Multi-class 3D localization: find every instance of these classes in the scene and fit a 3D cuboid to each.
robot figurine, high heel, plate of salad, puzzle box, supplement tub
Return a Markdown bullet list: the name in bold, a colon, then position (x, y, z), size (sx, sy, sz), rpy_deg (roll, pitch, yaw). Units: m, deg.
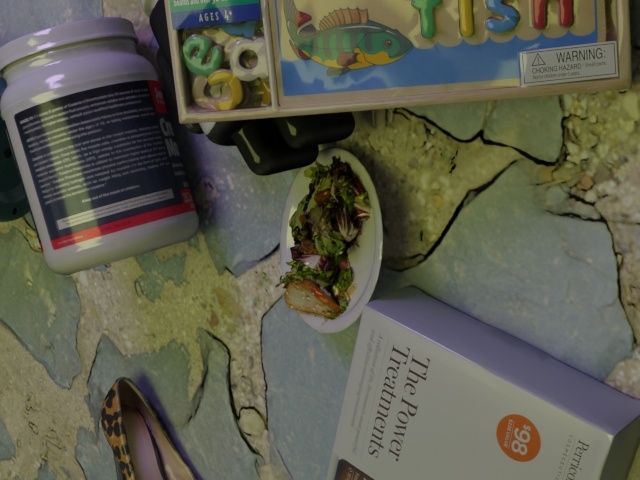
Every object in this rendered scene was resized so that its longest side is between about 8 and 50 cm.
- **robot figurine**: position (-0.073, -0.208, 1.100), size (0.209, 0.173, 0.278), rpy_deg (-28, 82, 0)
- **high heel**: position (-0.204, 0.295, 1.393), size (0.261, 0.093, 0.186), rpy_deg (20, 121, 45)
- **plate of salad**: position (0.000, 0.000, 1.141), size (0.199, 0.048, 0.200), rpy_deg (-5, 84, 58)
- **puzzle box**: position (0.058, -0.252, 0.930), size (0.408, 0.052, 0.272), rpy_deg (-4, 101, 12)
- **supplement tub**: position (-0.268, -0.109, 1.275), size (0.191, 0.191, 0.272), rpy_deg (-14, 93, 42)

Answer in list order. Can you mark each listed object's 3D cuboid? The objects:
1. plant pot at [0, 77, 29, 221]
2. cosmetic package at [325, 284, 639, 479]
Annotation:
- **plant pot**: position (-0.510, -0.136, 1.441), size (0.255, 0.271, 0.272), rpy_deg (13, 111, 23)
- **cosmetic package**: position (0.142, 0.276, 1.099), size (0.284, 0.097, 0.377), rpy_deg (25, 117, 31)
